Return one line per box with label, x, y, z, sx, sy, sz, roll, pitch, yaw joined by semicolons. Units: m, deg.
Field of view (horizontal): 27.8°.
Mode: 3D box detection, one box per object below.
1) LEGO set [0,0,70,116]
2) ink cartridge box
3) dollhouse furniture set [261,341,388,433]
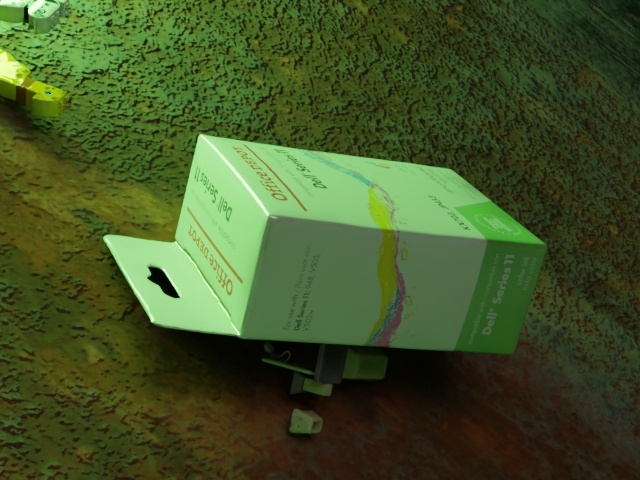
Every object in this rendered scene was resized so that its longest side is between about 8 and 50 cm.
LEGO set;-0.294;-0.149;1.222;0.093;0.087;0.227;21;42;9
ink cartridge box;0.000;0.000;1.186;0.353;0.119;0.207;5;21;-26
dollhouse furniture set;-0.001;0.129;1.203;0.081;0.091;0.114;11;1;38
